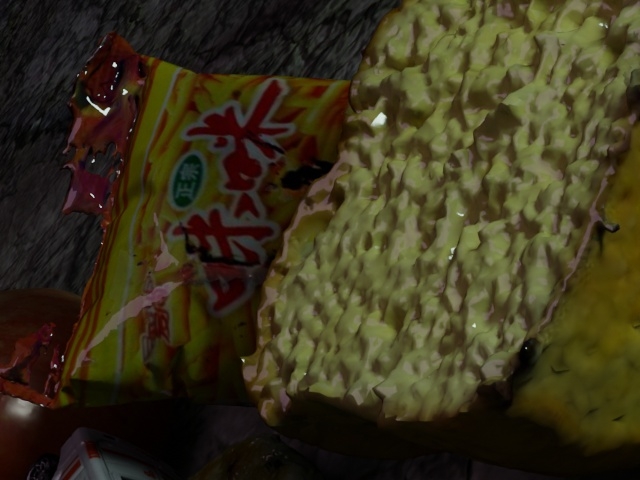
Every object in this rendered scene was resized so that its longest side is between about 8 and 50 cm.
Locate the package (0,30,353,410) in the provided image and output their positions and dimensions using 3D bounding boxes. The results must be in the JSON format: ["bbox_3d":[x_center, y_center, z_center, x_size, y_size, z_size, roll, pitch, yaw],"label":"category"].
[{"bbox_3d":[-0.002,0.005,0.803,0.288,0.108,0.223,5,54,11],"label":"package"}]

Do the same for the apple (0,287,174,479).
[{"bbox_3d":[-0.189,0.131,0.991,0.209,0.164,0.209,-53,15,21],"label":"apple"}]

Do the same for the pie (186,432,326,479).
[{"bbox_3d":[-0.061,0.185,0.835,0.187,0.041,0.187,-41,27,26],"label":"pie"}]

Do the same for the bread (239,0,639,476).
[{"bbox_3d":[0.129,-0.043,0.637,0.194,0.179,0.340,7,69,58],"label":"bread"}]

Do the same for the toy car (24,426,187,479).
[{"bbox_3d":[-0.142,0.203,0.803,0.210,0.089,0.108,-50,32,9],"label":"toy car"}]
